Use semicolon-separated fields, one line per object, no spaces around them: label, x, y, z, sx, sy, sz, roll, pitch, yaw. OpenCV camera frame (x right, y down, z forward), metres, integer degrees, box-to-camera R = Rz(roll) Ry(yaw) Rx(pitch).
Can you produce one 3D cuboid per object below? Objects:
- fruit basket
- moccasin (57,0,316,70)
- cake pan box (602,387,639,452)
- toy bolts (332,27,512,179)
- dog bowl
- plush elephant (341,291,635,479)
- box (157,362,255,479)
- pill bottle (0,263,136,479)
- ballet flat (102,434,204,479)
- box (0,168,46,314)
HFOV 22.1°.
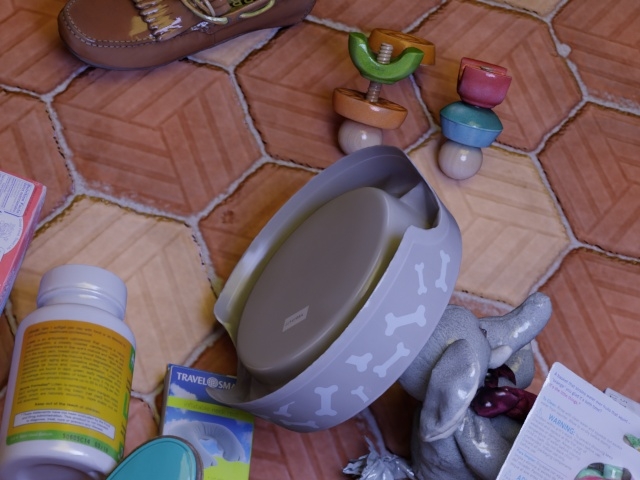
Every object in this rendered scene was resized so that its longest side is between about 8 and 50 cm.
fruit basket;0.286;0.359;1.793;0.327;0.165;0.353;32;73;-24
moccasin;-0.163;-0.318;2.149;0.380;0.147;0.139;-13;64;-25
cake pan box;0.409;0.337;1.980;0.246;0.070;0.267;29;54;-2
toy bolts;0.134;-0.179;2.203;0.228;0.158;0.218;16;14;3
dog bowl;0.016;0.061;1.833;0.102;0.349;0.348;38;51;-23
plush elephant;0.173;0.158;1.876;0.330;0.255;0.272;-15;42;-17
box;-0.132;0.221;1.884;0.109;0.042;0.178;13;56;-13
pill bottle;-0.277;0.155;1.818;0.136;0.136;0.245;11;56;-12
ballet flat;-0.217;0.369;1.707;0.116;0.124;0.342;17;65;12
box;-0.429;0.062;1.822;0.154;0.142;0.300;19;55;-6
